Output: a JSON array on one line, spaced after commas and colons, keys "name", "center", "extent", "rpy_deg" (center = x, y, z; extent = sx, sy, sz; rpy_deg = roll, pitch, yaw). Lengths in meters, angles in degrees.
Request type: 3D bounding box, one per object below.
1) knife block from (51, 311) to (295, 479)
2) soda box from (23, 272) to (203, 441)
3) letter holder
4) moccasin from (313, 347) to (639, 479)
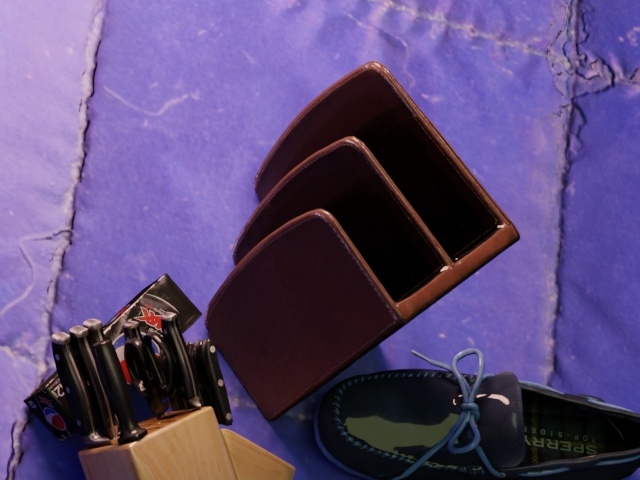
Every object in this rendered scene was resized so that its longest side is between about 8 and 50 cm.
[{"name": "knife block", "center": [-0.152, 0.208, 1.698], "extent": [0.242, 0.088, 0.276], "rpy_deg": [32, 64, -29]}, {"name": "soda box", "center": [-0.186, 0.105, 1.786], "extent": [0.053, 0.060, 0.169], "rpy_deg": [49, 59, -6]}, {"name": "letter holder", "center": [0.000, 0.000, 1.773], "extent": [0.152, 0.302, 0.214], "rpy_deg": [-35, 86, -31]}, {"name": "moccasin", "center": [0.165, 0.166, 1.889], "extent": [0.342, 0.117, 0.138], "rpy_deg": [3, 69, -24]}]
